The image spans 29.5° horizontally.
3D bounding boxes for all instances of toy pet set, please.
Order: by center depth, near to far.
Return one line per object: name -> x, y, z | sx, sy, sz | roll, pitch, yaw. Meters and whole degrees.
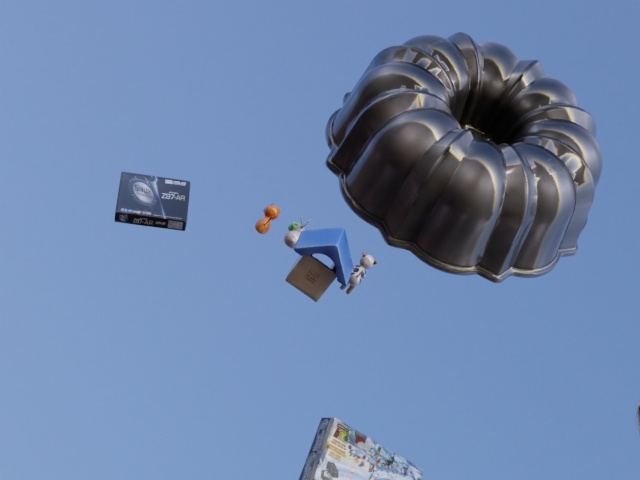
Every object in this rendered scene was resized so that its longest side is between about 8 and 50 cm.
toy pet set -> 0.000, 0.000, 1.192 | 0.122, 0.114, 0.065 | 35, -65, -5

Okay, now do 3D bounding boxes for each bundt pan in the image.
bundt pan -> 0.177, -0.117, 1.385 | 0.331, 0.331, 0.124 | 37, -44, 14

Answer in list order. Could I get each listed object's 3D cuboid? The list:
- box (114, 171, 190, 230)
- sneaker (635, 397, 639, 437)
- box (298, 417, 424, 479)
box -> -0.196, -0.046, 1.423 | 0.083, 0.067, 0.018 | 8, -42, -8
sneaker -> 0.348, 0.163, 1.182 | 0.095, 0.090, 0.235 | -8, -51, 24
box -> 0.042, 0.260, 1.297 | 0.137, 0.094, 0.027 | 35, -26, -27
